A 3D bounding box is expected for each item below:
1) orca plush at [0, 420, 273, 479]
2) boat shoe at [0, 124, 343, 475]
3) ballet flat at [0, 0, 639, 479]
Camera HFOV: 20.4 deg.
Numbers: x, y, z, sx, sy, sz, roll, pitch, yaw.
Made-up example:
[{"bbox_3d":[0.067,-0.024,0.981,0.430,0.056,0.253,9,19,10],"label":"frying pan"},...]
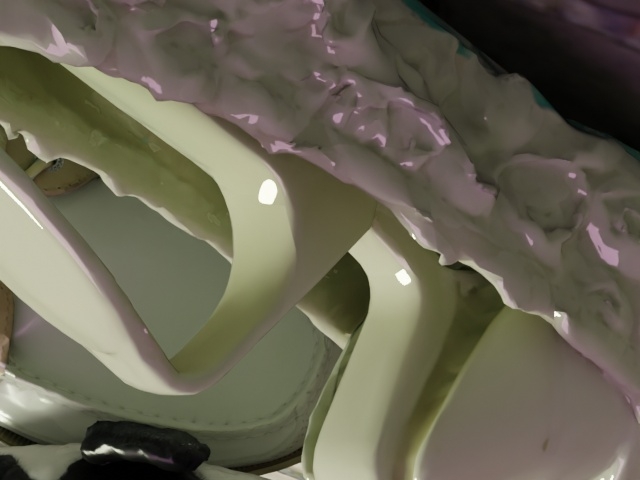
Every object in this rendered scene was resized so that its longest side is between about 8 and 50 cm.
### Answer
[{"bbox_3d":[-0.015,0.148,0.617,0.287,0.102,0.151,15,152,2],"label":"orca plush"},{"bbox_3d":[-0.129,0.003,0.653,0.302,0.113,0.103,18,161,16],"label":"boat shoe"},{"bbox_3d":[0.000,0.000,0.503,0.409,0.147,0.147,37,153,-28],"label":"ballet flat"}]
